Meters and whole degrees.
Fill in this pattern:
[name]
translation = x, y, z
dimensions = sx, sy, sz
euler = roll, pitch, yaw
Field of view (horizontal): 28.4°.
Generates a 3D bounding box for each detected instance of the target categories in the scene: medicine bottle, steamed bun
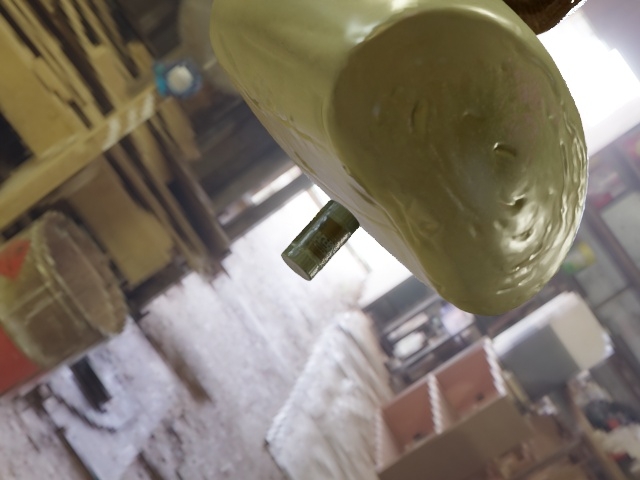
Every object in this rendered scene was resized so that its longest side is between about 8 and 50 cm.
[medicine bottle]
translation = 0.000, 0.000, 1.373
dimensions = 0.047, 0.083, 0.047
euler = 39, -14, 11
[steamed bun]
translation = 0.119, -0.157, 1.458
dimensions = 0.371, 0.290, 0.456
euler = 44, -5, 47

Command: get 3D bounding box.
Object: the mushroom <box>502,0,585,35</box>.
[mushroom]
translation = 0.284, -0.480, 1.844
dimensions = 0.260, 0.345, 0.345
euler = 11, 44, -59
